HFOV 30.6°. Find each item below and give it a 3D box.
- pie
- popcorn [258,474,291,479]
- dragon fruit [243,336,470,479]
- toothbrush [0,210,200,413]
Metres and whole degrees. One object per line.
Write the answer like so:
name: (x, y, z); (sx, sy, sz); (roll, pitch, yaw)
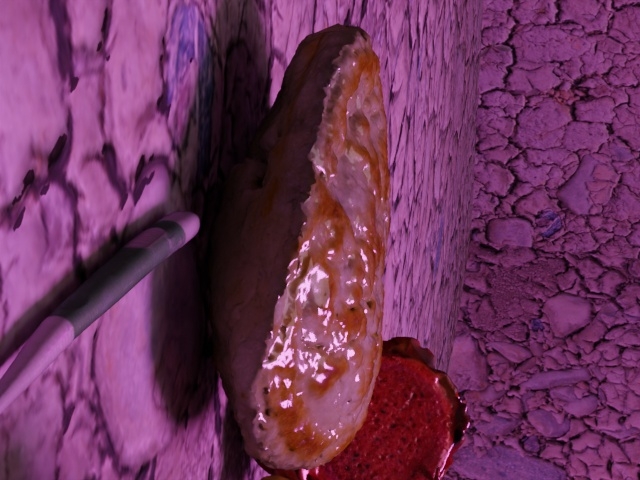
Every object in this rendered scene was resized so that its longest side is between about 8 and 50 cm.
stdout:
pie: (-0.009, 0.009, 0.668); (0.201, 0.090, 0.248); (68, 29, -61)
popcorn: (-0.028, 0.208, 0.434); (0.250, 0.190, 0.250); (2, 90, -85)
dragon fruit: (0.034, 0.126, 0.801); (0.207, 0.150, 0.133); (-5, 94, -67)
toothbrush: (-0.091, 0.027, 0.440); (0.257, 0.018, 0.024); (-53, 141, -69)
